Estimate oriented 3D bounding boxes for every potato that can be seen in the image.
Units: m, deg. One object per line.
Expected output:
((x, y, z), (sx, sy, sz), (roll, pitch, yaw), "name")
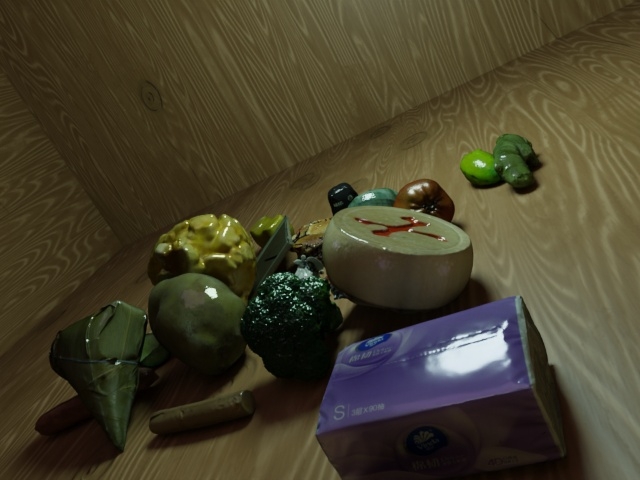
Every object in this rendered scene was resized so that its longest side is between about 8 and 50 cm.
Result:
((-0.333, 0.221, 1.516), (0.326, 0.221, 0.243), (17, 76, 37), "potato")

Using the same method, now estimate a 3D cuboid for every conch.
((0.169, -0.081, 1.746), (0.220, 0.195, 0.277), (-40, 31, 41), "conch")

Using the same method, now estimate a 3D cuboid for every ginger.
((0.582, -0.244, 1.628), (0.089, 0.137, 0.290), (-54, -2, 35), "ginger")

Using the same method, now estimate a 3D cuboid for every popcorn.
((-0.373, 0.092, 1.794), (0.354, 0.344, 0.390), (-41, 14, -20), "popcorn")

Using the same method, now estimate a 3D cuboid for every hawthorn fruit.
((0.287, -0.084, 1.562), (0.189, 0.189, 0.189), (-26, 18, 9), "hawthorn fruit")

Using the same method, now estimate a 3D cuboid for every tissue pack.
((-0.188, -0.025, 2.193), (0.123, 0.127, 0.178), (-48, 24, -28), "tissue pack")
((0.187, 0.235, 0.858), (0.338, 0.160, 0.242), (-22, 20, 23), "tissue pack")

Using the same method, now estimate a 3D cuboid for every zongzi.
((-0.640, 0.400, 1.525), (0.356, 0.174, 0.393), (-24, 60, 33), "zongzi")

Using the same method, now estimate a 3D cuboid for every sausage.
((-0.663, 0.474, 1.623), (0.432, 0.088, 0.088), (-25, 18, 9), "sausage")
((-0.285, 0.405, 1.274), (0.301, 0.066, 0.066), (-22, 19, 25), "sausage")

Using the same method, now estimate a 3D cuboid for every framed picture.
((-0.179, 0.056, 1.939), (0.247, 0.022, 0.335), (-56, 14, 11), "framed picture")

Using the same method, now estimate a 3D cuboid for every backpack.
((0.093, -0.120, 1.959), (0.120, 0.165, 0.106), (-32, 28, 2), "backpack")

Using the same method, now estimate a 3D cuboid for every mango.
((0.514, -0.231, 1.726), (0.119, 0.100, 0.178), (-26, 28, -5), "mango")

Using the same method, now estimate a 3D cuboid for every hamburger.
((0.000, 0.000, 1.870), (0.230, 0.107, 0.231), (-24, 16, 7), "hamburger")

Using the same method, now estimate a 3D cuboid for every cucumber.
((-0.569, 0.363, 1.809), (0.115, 0.063, 0.243), (-47, 24, -24), "cucumber")

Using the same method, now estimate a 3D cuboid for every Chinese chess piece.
((0.170, 0.031, 1.228), (0.337, 0.141, 0.338), (6, 22, -2), "Chinese chess piece")

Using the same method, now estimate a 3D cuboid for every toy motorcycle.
((-0.050, 0.126, 1.630), (0.150, 0.102, 0.221), (-49, 14, 7), "toy motorcycle")

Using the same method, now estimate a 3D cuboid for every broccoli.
((-0.055, 0.196, 1.282), (0.268, 0.254, 0.269), (7, 5, -1), "broccoli")

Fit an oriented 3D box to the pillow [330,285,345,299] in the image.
((0.155, 0.067, 1.444), (0.161, 0.093, 0.335), (2, 27, 34), "pillow")
